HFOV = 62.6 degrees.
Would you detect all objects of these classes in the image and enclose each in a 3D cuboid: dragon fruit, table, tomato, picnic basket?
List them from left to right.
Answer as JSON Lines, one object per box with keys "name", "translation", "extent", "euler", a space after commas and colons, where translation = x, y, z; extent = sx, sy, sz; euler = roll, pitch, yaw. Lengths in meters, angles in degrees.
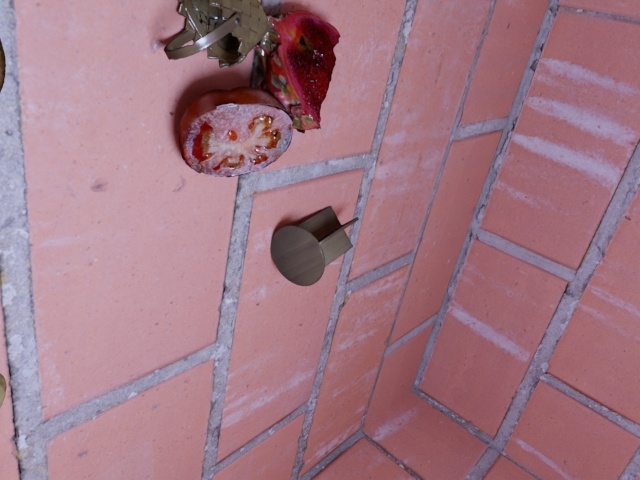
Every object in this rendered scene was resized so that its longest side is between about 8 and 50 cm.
{"name": "picnic basket", "translation": [-0.182, -0.351, 0.878], "extent": [0.178, 0.128, 0.138], "euler": [-53, 128, -28]}
{"name": "tomato", "translation": [-0.162, -0.214, 1.005], "extent": [0.225, 0.085, 0.225], "euler": [-14, 152, -8]}
{"name": "dragon fruit", "translation": [-0.075, -0.360, 1.045], "extent": [0.211, 0.134, 0.262], "euler": [44, 48, -41]}
{"name": "table", "translation": [0.000, 0.000, 1.417], "extent": [0.226, 0.167, 0.167], "euler": [-34, 141, -49]}

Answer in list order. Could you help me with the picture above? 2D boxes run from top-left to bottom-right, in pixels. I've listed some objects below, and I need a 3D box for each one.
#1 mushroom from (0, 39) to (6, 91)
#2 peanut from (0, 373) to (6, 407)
{"name": "mushroom", "translation": [-0.496, -0.198, 0.552], "extent": [0.297, 0.163, 0.278], "euler": [-17, 120, -48]}
{"name": "peanut", "translation": [-0.621, 0.292, 0.801], "extent": [0.274, 0.125, 0.111], "euler": [-35, 141, -33]}
